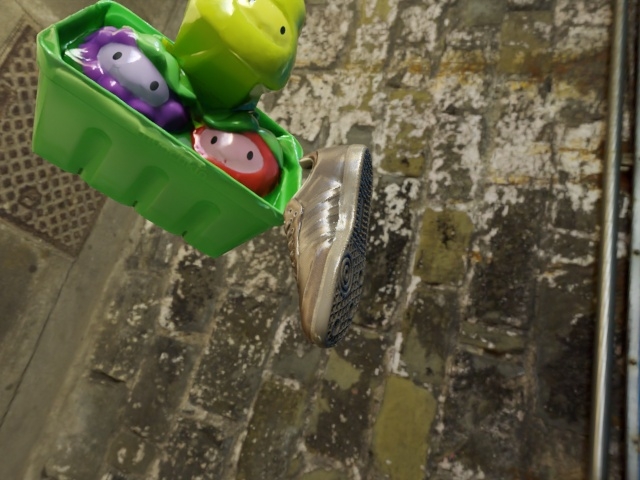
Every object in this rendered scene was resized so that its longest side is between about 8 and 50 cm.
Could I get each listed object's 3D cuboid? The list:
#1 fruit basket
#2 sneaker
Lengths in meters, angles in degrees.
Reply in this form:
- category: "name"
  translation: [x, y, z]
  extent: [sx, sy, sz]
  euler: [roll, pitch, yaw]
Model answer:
- category: "fruit basket"
  translation: [-0.153, -0.211, 0.648]
  extent: [0.283, 0.391, 0.393]
  euler: [-91, 175, -53]
- category: "sneaker"
  translation: [0.000, 0.000, 0.398]
  extent: [0.066, 0.071, 0.189]
  euler: [60, 37, -52]
